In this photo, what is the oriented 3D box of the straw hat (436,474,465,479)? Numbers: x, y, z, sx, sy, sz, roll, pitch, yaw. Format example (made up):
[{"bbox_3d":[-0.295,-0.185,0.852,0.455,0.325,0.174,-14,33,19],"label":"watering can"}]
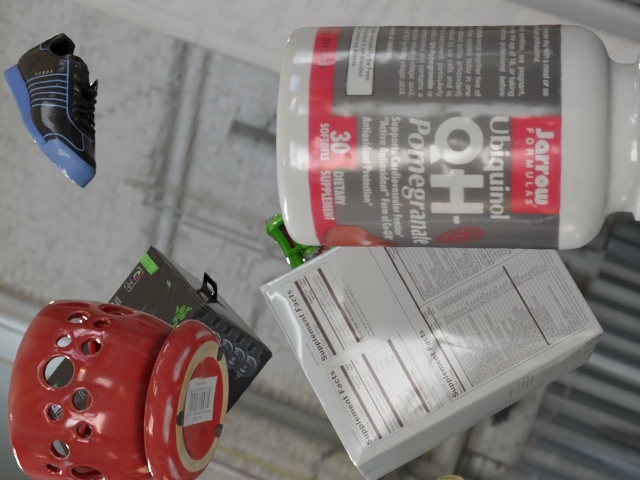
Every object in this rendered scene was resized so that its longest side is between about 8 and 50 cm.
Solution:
[{"bbox_3d":[0.088,0.282,1.447,0.144,0.061,0.145,-166,90,-71],"label":"straw hat"}]

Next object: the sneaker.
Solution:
[{"bbox_3d":[-0.301,-0.160,1.801,0.090,0.232,0.081,-39,-39,6],"label":"sneaker"}]

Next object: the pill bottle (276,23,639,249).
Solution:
[{"bbox_3d":[0.133,-0.081,1.193,0.176,0.318,0.176,1,-90,-82],"label":"pill bottle"}]

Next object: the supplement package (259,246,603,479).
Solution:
[{"bbox_3d":[0.110,0.085,1.506,0.262,0.198,0.199,-29,-14,-2],"label":"supplement package"}]

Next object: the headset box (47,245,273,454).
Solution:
[{"bbox_3d":[-0.218,0.169,2.011,0.283,0.131,0.246,-51,28,2],"label":"headset box"}]

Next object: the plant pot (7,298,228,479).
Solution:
[{"bbox_3d":[-0.196,0.161,1.533,0.191,0.174,0.191,7,-90,-72],"label":"plant pot"}]

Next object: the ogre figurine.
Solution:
[{"bbox_3d":[0.000,0.000,1.923,0.097,0.118,0.197,-45,11,-10],"label":"ogre figurine"}]
